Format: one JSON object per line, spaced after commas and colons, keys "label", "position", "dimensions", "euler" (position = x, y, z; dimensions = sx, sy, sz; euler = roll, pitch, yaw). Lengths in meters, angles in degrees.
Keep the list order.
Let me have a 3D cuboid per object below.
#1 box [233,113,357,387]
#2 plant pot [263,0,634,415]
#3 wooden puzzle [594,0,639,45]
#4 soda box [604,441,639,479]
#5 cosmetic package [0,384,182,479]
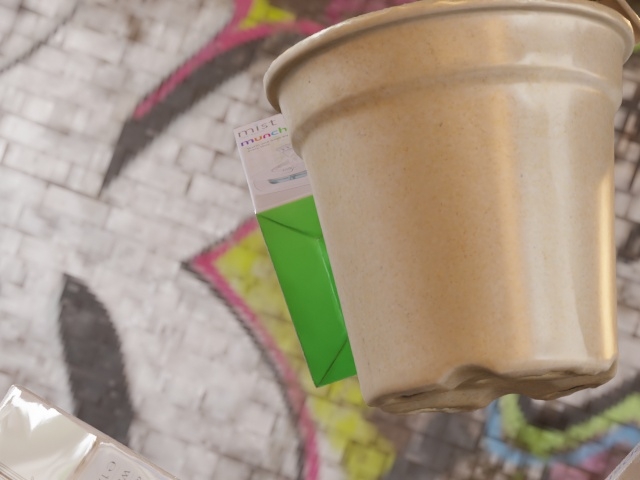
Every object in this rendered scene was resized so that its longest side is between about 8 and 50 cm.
{"label": "box", "position": [0.000, 0.000, 1.999], "dimensions": [0.126, 0.262, 0.231], "euler": [-18, 31, -1]}
{"label": "plant pot", "position": [0.131, -0.013, 1.440], "dimensions": [0.333, 0.306, 0.334], "euler": [-6, -13, -1]}
{"label": "wooden puzzle", "position": [0.331, -0.322, 2.446], "dimensions": [0.221, 0.238, 0.044], "euler": [52, 23, -1]}
{"label": "soda box", "position": [0.409, 0.365, 2.201], "dimensions": [0.091, 0.286, 0.098], "euler": [41, 19, 7]}
{"label": "cosmetic package", "position": [-0.166, 0.314, 1.475], "dimensions": [0.156, 0.217, 0.385], "euler": [21, -12, 46]}
